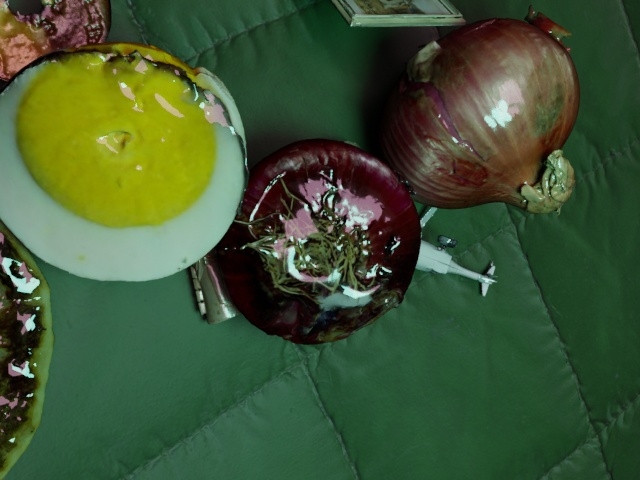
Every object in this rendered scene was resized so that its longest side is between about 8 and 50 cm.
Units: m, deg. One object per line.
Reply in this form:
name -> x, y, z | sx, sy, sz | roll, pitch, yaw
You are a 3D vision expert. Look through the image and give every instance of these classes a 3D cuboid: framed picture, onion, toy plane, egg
framed picture -> 0.083, -0.421, 1.101 | 0.217, 0.017, 0.274 | -11, 52, -27
onion -> 0.259, -0.211, 1.117 | 0.353, 0.353, 0.354 | 0, 90, -26
toy plane -> 0.213, 0.051, 1.216 | 0.273, 0.107, 0.182 | 39, 79, -25
egg -> -0.255, -0.116, 0.931 | 0.336, 0.201, 0.337 | 0, 112, 1
onion -> 0.000, 0.000, 1.031 | 0.313, 0.232, 0.314 | -2, 102, -10

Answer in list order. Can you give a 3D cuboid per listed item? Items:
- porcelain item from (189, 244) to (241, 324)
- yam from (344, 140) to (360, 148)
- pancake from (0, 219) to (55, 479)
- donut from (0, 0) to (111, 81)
porcelain item -> -0.172, 0.017, 1.057 | 0.084, 0.054, 0.213 | -22, 99, -25
yam -> 0.049, -0.075, 1.151 | 0.078, 0.078, 0.179 | -16, 94, -25
pancake -> -0.502, 0.123, 0.904 | 0.304, 0.067, 0.427 | -30, 104, -15
donut -> -0.389, -0.279, 0.934 | 0.217, 0.085, 0.141 | -16, 97, -24
